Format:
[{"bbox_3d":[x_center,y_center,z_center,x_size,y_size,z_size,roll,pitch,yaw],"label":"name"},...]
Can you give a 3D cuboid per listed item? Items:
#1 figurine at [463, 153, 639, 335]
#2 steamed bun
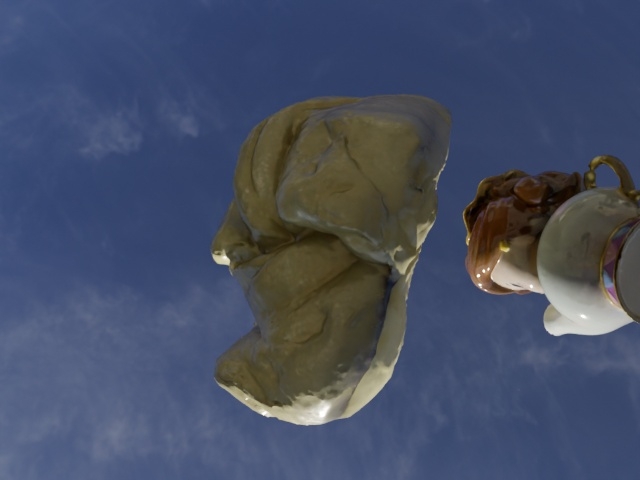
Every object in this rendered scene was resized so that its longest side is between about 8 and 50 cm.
[{"bbox_3d":[0.252,0.004,0.609,0.142,0.263,0.189,6,-83,-18],"label":"figurine"},{"bbox_3d":[0.001,-0.004,0.643,0.231,0.325,0.372,17,-84,-1],"label":"steamed bun"}]
